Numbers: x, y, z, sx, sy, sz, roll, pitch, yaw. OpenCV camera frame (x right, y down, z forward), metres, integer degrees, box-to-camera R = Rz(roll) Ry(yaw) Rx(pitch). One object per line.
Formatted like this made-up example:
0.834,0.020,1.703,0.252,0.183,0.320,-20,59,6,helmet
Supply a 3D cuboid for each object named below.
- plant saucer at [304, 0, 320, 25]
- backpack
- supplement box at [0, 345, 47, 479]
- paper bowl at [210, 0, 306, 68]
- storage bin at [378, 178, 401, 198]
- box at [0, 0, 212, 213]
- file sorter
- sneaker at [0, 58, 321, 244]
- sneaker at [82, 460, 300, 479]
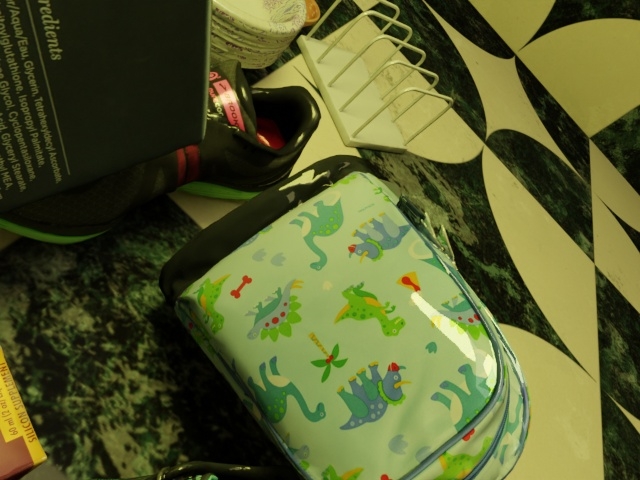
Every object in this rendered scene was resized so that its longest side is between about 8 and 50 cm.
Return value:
-0.094,-0.516,1.142,0.200,0.037,0.200,23,42,-23,plant saucer
0.032,0.099,0.534,0.290,0.273,0.355,-32,76,-8,backpack
-0.313,0.160,0.376,0.188,0.081,0.104,-17,74,-49,supplement box
-0.176,-0.406,0.903,0.284,0.148,0.284,25,46,-29,paper bowl
0.105,-0.034,0.931,0.098,0.091,0.135,11,54,-39,storage bin
-0.322,-0.173,0.381,0.396,0.212,0.293,-28,65,-29,box
0.116,-0.351,1.126,0.193,0.173,0.277,-2,62,-46,file sorter
-0.182,-0.135,0.639,0.483,0.202,0.185,-23,77,-50,sneaker
-0.141,0.218,0.435,0.268,0.106,0.101,4,38,-19,sneaker
